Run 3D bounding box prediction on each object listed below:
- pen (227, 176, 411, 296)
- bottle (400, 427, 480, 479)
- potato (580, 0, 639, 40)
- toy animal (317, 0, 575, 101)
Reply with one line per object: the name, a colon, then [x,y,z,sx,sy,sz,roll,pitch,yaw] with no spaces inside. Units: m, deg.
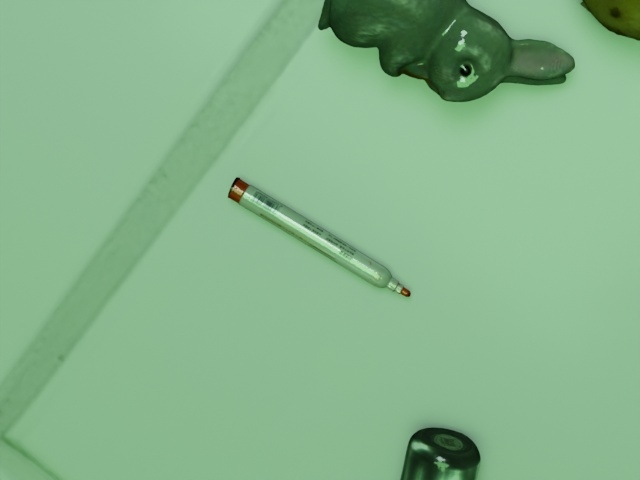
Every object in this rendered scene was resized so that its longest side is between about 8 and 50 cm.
pen: [0.000,0.000,1.032,0.218,0.026,0.026,31,108,3]
bottle: [0.104,0.323,1.065,0.096,0.079,0.254,25,112,45]
potato: [0.286,-0.260,0.853,0.137,0.137,0.176,4,103,11]
toy animal: [0.111,-0.189,0.911,0.236,0.138,0.108,33,75,7]
